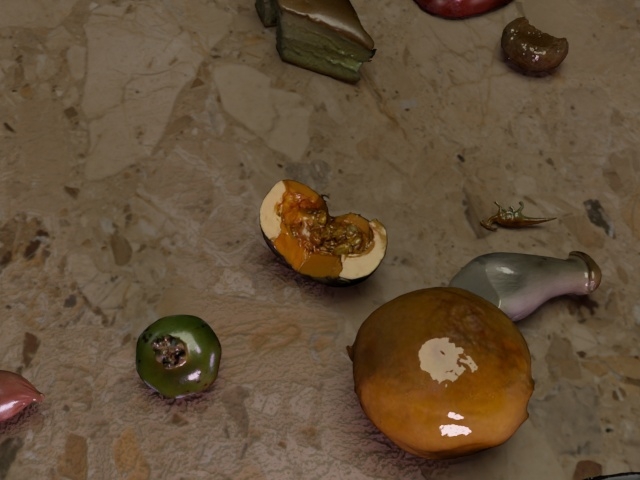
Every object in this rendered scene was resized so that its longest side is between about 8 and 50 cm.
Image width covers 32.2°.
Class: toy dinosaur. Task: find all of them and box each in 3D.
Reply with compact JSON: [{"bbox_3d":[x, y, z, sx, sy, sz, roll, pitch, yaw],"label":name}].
[{"bbox_3d":[0.295,-0.039,1.662,0.113,0.026,0.041,-6,63,2],"label":"toy dinosaur"}]

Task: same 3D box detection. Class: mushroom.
[{"bbox_3d":[0.284,0.064,1.561,0.225,0.093,0.116,-9,33,-29],"label":"mushroom"}]

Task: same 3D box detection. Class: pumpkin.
[{"bbox_3d":[0.000,0.000,1.564,0.183,0.108,0.119,30,65,6],"label":"pumpkin"}]

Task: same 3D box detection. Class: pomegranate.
[{"bbox_3d":[-0.184,0.147,1.428,0.114,0.142,0.115,0,79,0],"label":"pomegranate"}]

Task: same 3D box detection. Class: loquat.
[{"bbox_3d":[0.155,0.165,1.408,0.238,0.193,0.238,-6,61,11],"label":"loquat"}]

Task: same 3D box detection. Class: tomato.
[{"bbox_3d":[0.244,-0.496,1.929,0.228,0.101,0.228,2,53,-2],"label":"tomato"}]

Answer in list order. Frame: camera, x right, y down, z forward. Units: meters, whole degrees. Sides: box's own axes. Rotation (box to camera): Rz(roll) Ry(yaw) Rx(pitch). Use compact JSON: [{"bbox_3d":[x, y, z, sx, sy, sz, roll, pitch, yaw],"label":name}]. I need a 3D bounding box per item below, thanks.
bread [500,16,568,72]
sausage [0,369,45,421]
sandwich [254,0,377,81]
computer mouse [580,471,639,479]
[{"bbox_3d":[0.348,-0.317,1.837,0.113,0.060,0.082,37,60,21],"label":"bread"},{"bbox_3d":[-0.561,0.231,1.372,0.433,0.088,0.088,-12,58,-13],"label":"sausage"},{"bbox_3d":[-0.016,-0.362,1.800,0.128,0.122,0.236,-18,60,-19],"label":"sandwich"},{"bbox_3d":[0.302,0.393,1.317,0.374,0.114,0.203,-11,54,-21],"label":"computer mouse"}]
